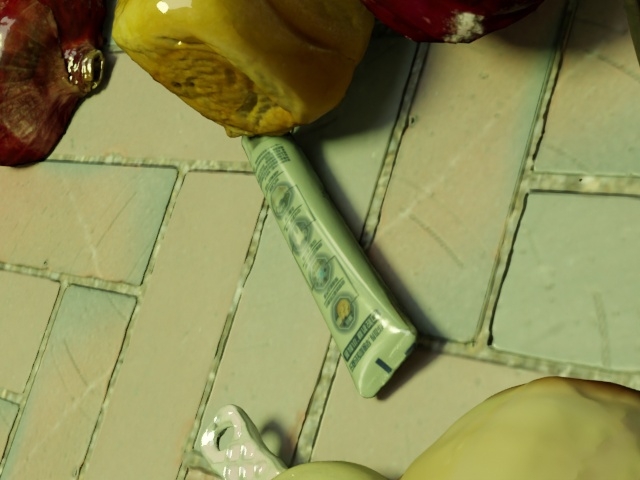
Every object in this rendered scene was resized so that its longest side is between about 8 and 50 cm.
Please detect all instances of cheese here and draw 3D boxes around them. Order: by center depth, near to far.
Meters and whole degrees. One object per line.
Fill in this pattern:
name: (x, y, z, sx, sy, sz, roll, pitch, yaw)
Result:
cheese: (-0.013, 0.178, 0.669, 0.137, 0.064, 0.227, -53, 43, 8)

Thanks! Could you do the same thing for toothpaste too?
toothpaste: (0.000, 0.000, 0.758, 0.062, 0.039, 0.239, -54, 44, 27)

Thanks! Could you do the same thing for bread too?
bread: (-0.034, -0.225, 0.797, 0.132, 0.166, 0.295, -18, 51, 48)

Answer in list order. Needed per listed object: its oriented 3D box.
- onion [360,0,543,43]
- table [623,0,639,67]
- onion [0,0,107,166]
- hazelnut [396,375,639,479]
onion: (0.107, -0.242, 0.666, 0.252, 0.219, 0.252, -170, 90, -88)
table: (0.267, -0.145, 0.510, 0.226, 0.167, 0.167, -7, 65, 31)
onion: (-0.281, -0.174, 1.062, 0.151, 0.098, 0.206, 12, 79, 47)
hazelnut: (0.116, 0.189, 0.449, 0.261, 0.241, 0.261, -177, 90, -68)
